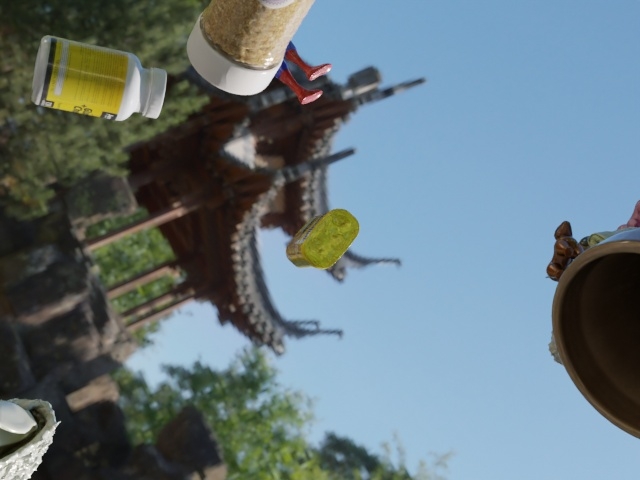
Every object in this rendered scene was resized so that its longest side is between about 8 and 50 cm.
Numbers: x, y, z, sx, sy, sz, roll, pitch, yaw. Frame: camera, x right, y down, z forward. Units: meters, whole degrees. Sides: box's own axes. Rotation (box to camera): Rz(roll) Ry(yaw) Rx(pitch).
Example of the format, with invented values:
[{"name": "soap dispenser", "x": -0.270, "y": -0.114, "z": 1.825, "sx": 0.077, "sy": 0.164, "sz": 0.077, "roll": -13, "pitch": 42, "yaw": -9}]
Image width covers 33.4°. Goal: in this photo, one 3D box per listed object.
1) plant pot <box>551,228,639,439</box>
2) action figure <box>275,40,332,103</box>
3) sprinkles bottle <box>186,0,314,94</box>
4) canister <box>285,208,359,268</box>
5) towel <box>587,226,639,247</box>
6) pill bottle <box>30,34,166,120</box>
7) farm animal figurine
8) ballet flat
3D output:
[{"name": "plant pot", "x": 0.446, "y": 0.083, "z": 1.276, "sx": 0.263, "sy": 0.229, "sz": 0.263, "roll": 24, "pitch": -52, "yaw": 35}, {"name": "action figure", "x": -0.070, "y": -0.354, "z": 1.735, "sx": 0.280, "sy": 0.139, "sz": 0.091, "roll": 45, "pitch": -39, "yaw": 18}, {"name": "sprinkles bottle", "x": -0.045, "y": -0.338, "z": 1.285, "sx": 0.121, "sy": 0.121, "sz": 0.355, "roll": 57, "pitch": -45, "yaw": 23}, {"name": "canister", "x": 0.000, "y": 0.000, "z": 2.140, "sx": 0.073, "sy": 0.126, "sz": 0.170, "roll": 42, "pitch": -13, "yaw": -10}, {"name": "towel", "x": 0.479, "y": 0.013, "z": 1.564, "sx": 0.148, "sy": 0.110, "sz": 0.027, "roll": 30, "pitch": -57, "yaw": 52}, {"name": "pill bottle", "x": -0.324, "y": -0.233, "z": 1.563, "sx": 0.103, "sy": 0.184, "sz": 0.103, "roll": -170, "pitch": -90, "yaw": -72}, {"name": "farm animal figurine", "x": 0.586, "y": 0.065, "z": 2.080, "sx": 0.172, "sy": 0.330, "sz": 0.327, "roll": -120, "pitch": -160, "yaw": -74}, {"name": "ballet flat", "x": -0.489, "y": 0.258, "z": 1.357, "sx": 0.147, "sy": 0.147, "sz": 0.409, "roll": 61, "pitch": 21, "yaw": 13}]
